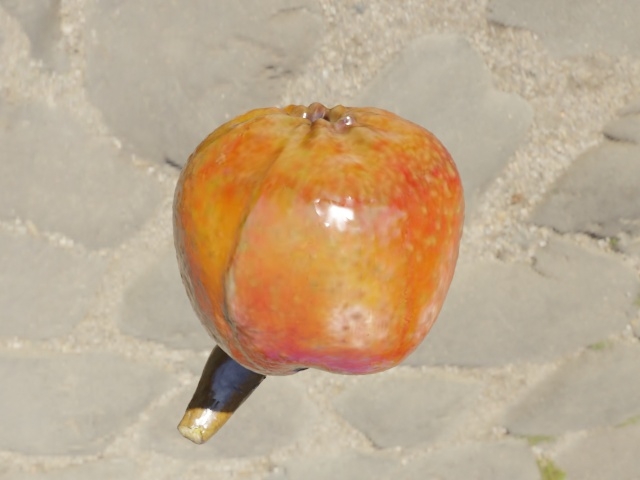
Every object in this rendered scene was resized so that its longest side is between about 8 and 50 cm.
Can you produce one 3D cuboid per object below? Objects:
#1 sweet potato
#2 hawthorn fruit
[{"bbox_3d":[-0.015,0.017,0.706,0.057,0.264,0.057,27,153,15],"label":"sweet potato"},{"bbox_3d":[0.000,0.000,0.454,0.128,0.128,0.128,-5,140,-4],"label":"hawthorn fruit"}]
